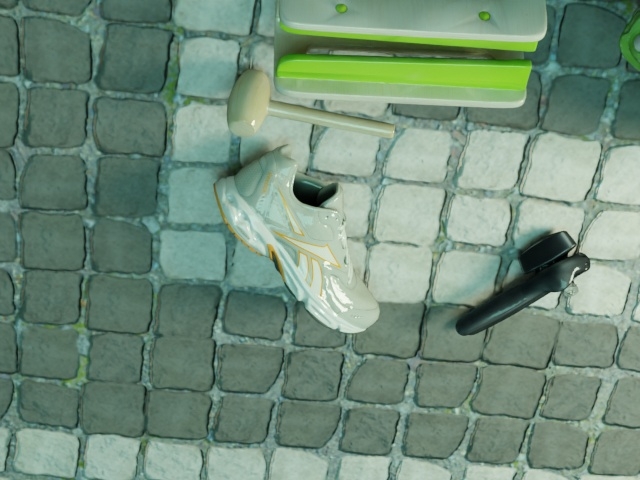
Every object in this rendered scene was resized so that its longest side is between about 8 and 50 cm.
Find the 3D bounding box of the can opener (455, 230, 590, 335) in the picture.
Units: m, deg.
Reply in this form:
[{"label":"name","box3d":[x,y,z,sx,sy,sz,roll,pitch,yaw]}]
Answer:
[{"label":"can opener","box3d":[0.244,0.063,1.833,0.186,0.073,0.059,-38,155,24]}]

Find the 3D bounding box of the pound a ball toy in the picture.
[{"label":"pound a ball toy","box3d":[0.062,-0.212,1.619,0.319,0.135,0.208,3,148,-3]}]

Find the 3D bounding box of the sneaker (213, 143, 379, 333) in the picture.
[{"label":"sneaker","box3d":[0.000,0.000,1.758,0.121,0.099,0.262,-37,118,16]}]

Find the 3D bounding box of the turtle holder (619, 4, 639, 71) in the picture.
[{"label":"turtle holder","box3d":[0.477,-0.164,1.578,0.243,0.227,0.320,-28,120,17]}]
